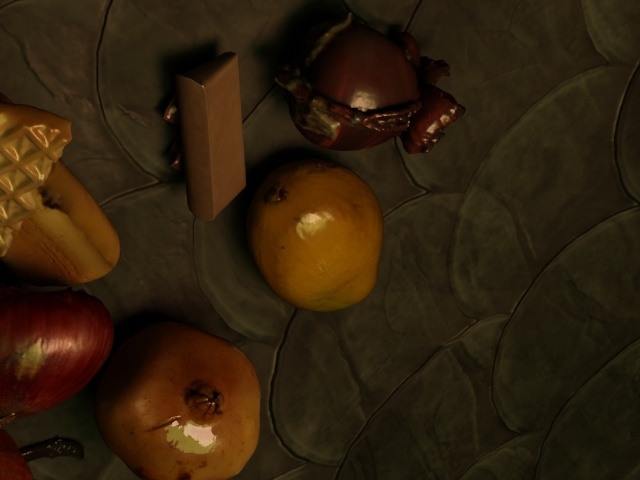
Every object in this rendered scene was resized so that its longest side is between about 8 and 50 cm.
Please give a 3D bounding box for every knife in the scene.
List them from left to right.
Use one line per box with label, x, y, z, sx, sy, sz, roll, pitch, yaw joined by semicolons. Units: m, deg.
knife;-0.384;0.276;2.138;0.222;0.021;0.045;-10;131;-36

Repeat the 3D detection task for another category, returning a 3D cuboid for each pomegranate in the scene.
pomegranate;-0.168;0.200;2.123;0.209;0.209;0.209;-23;135;-25

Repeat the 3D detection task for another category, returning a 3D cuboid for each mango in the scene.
mango;0.000;0.000;2.176;0.176;0.119;0.317;-42;149;-9

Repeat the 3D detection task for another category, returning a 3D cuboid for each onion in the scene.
onion;-0.342;0.118;1.881;0.248;0.248;0.161;-17;98;-30

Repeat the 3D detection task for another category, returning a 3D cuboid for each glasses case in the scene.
glasses case;-0.130;-0.132;1.997;0.102;0.070;0.193;-49;148;-43

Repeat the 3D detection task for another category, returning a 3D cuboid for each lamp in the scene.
lamp;0.045;-0.175;2.040;0.223;0.215;0.151;31;116;-27

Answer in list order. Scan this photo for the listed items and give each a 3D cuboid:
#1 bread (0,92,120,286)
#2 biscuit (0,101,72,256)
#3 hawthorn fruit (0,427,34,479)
bread;-0.327;-0.059;1.843;0.142;0.091;0.305;-7;145;21
biscuit;-0.387;-0.050;1.748;0.204;0.040;0.309;17;142;-22
hawthorn fruit;-0.454;0.304;1.966;0.262;0.210;0.210;1;122;-32
